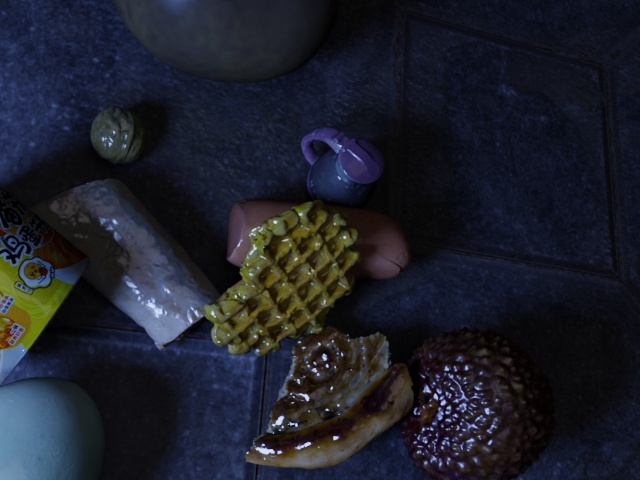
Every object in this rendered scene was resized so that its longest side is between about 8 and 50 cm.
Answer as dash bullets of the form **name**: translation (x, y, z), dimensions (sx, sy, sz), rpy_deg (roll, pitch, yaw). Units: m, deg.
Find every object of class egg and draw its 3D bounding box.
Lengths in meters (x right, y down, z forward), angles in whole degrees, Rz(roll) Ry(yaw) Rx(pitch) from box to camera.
- **egg**: translation (-0.388, 0.299, 0.893), dimensions (0.203, 0.203, 0.282), rpy_deg (35, 58, -7)

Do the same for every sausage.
- **sausage**: translation (0.001, 0.000, 1.173), dimensions (0.305, 0.121, 0.121), rpy_deg (5, 72, -19)

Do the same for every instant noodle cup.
- **instant noodle cup**: translation (-0.442, 0.054, 0.933), dimensions (0.200, 0.264, 0.264), rpy_deg (37, 65, -15)

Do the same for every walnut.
- **walnut**: translation (-0.318, -0.165, 1.134), dimensions (0.092, 0.092, 0.092), rpy_deg (6, 72, -18)

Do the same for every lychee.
- **lychee**: translation (0.255, 0.263, 1.126), dimensions (0.272, 0.271, 0.271), rpy_deg (6, 72, -18)

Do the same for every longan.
- **longan**: translation (-0.145, -0.415, 1.127), dimensions (0.361, 0.361, 0.360), rpy_deg (6, 72, -18)

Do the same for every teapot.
- **teapot**: translation (0.044, -0.126, 1.214), dimensions (0.116, 0.146, 0.148), rpy_deg (-13, 78, -23)

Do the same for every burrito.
- **burrito**: translation (-0.283, 0.023, 1.074), dimensions (0.299, 0.105, 0.143), rpy_deg (45, 68, -4)

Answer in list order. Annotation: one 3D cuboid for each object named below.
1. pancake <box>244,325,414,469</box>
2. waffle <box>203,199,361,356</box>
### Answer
- **pancake**: translation (0.026, 0.245, 1.087), dimensions (0.213, 0.056, 0.257), rpy_deg (14, 67, 23)
- **waffle**: translation (-0.051, 0.055, 1.055), dimensions (0.249, 0.253, 0.056), rpy_deg (-11, 36, -31)
